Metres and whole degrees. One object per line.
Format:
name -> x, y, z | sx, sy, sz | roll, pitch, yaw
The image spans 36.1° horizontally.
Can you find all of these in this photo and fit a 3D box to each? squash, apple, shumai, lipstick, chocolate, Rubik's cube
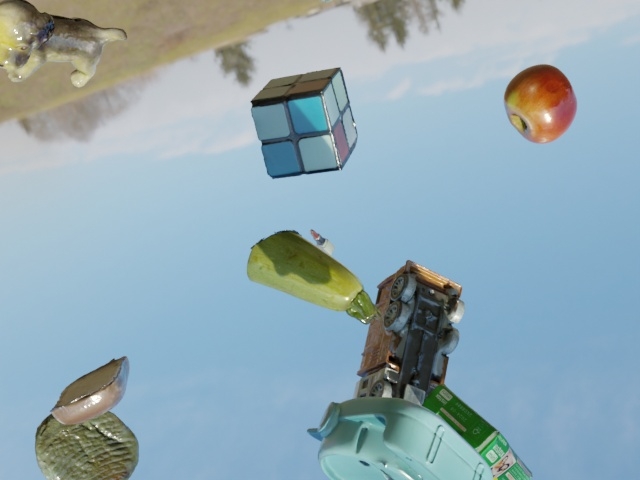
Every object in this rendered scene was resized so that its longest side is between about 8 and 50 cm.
squash -> 0.006, 0.068, 1.948 | 0.287, 0.137, 0.137 | 20, -148, 24
apple -> 0.465, -0.289, 2.065 | 0.139, 0.163, 0.163 | -39, -163, -9
shumai -> -0.602, 0.528, 2.441 | 0.203, 0.272, 0.222 | -22, -145, 50
lipstick -> 0.000, 0.000, 2.338 | 0.025, 0.107, 0.025 | 18, -107, 33
chocolate -> -0.483, 0.336, 2.136 | 0.161, 0.083, 0.261 | -26, -172, 1
Rubik's cube -> -0.032, -0.248, 2.081 | 0.167, 0.184, 0.180 | -8, -158, 18

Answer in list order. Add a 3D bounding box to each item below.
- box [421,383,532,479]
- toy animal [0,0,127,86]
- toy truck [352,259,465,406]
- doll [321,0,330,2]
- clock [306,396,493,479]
box -> 0.291, 0.398, 1.896 | 0.103, 0.250, 0.180 | -47, -131, -5
toy animal -> -0.459, -0.327, 1.624 | 0.233, 0.121, 0.168 | -2, 169, -44
toy truck -> 0.183, 0.263, 2.222 | 0.207, 0.173, 0.388 | -33, -144, 56
doll -> 0.009, -0.556, 1.842 | 0.071, 0.214, 0.103 | 1, -149, 13
clock -> 0.100, 0.326, 1.459 | 0.274, 0.223, 0.094 | -13, -139, 47
